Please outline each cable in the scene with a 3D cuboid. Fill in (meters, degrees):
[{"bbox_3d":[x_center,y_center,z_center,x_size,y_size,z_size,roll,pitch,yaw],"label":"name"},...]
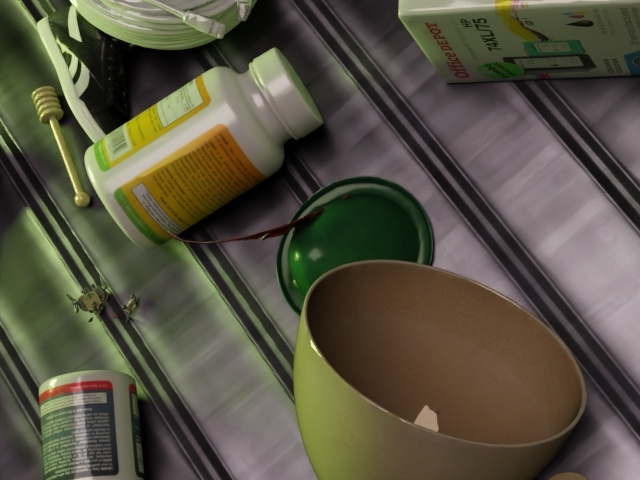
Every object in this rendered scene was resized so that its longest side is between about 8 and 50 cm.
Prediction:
[{"bbox_3d":[-0.182,-0.347,1.795,0.257,0.089,0.257,14,66,4],"label":"cable"}]

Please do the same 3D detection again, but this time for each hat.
[{"bbox_3d":[0.000,0.000,1.607,0.208,0.183,0.173,-44,65,2],"label":"hat"}]

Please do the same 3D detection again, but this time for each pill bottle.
[{"bbox_3d":[-0.126,-0.107,1.710,0.245,0.136,0.136,-32,66,8],"label":"pill bottle"},{"bbox_3d":[-0.246,0.240,1.662,0.108,0.108,0.180,-13,70,15],"label":"pill bottle"}]

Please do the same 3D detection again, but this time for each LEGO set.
[{"bbox_3d":[-0.250,0.072,1.766,0.083,0.023,0.054,28,87,11],"label":"LEGO set"}]

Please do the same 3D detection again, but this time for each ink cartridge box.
[{"bbox_3d":[0.239,-0.292,1.605,0.270,0.198,0.197,-1,74,20],"label":"ink cartridge box"}]

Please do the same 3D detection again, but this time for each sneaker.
[{"bbox_3d":[-0.246,-0.208,1.815,0.121,0.079,0.217,-32,66,7],"label":"sneaker"}]

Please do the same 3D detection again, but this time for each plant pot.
[{"bbox_3d":[0.092,0.177,1.500,0.284,0.284,0.191,34,122,25],"label":"plant pot"}]

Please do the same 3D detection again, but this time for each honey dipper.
[{"bbox_3d":[-0.306,-0.111,1.835,0.030,0.030,0.161,-28,69,9],"label":"honey dipper"}]

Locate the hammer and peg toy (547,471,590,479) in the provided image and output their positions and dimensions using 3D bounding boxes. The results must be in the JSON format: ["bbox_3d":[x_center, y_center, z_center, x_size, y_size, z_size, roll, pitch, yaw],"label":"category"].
[{"bbox_3d":[0.349,0.370,1.404,0.361,0.127,0.266,21,84,24],"label":"hammer and peg toy"}]
